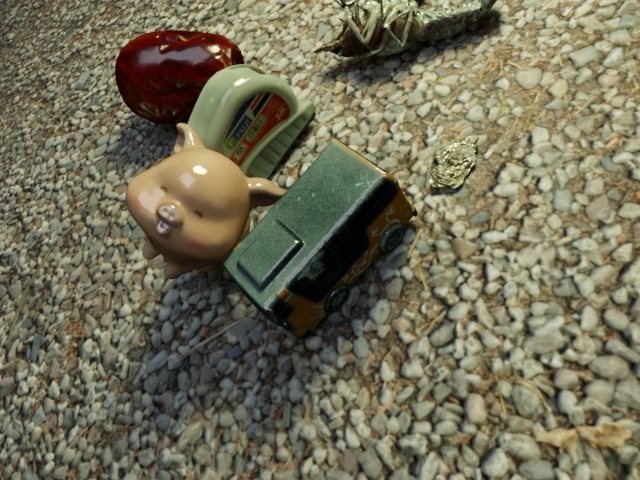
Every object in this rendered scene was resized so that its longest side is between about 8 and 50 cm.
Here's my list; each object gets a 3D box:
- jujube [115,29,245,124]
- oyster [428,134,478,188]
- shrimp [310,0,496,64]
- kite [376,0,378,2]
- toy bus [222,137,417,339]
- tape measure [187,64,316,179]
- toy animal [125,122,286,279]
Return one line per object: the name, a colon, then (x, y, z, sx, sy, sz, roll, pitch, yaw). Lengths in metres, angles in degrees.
jujube: (-0.349, -0.411, 1.221, 0.317, 0.223, 0.223, -3, 65, 15)
oyster: (0.249, -0.147, 0.916, 0.098, 0.037, 0.101, -7, 64, 23)
shrimp: (0.170, -0.479, 1.049, 0.410, 0.166, 0.221, 1, 34, 13)
kite: (0.179, -0.566, 1.108, 0.190, 0.159, 0.010, 0, 100, 66)
toy bus: (0.000, 0.000, 0.872, 0.323, 0.194, 0.162, -48, 57, -2)
tape measure: (-0.156, -0.253, 1.050, 0.125, 0.246, 0.243, 35, 91, 37)
toy animal: (-0.224, -0.048, 0.927, 0.237, 0.326, 0.269, 34, 101, 3)
